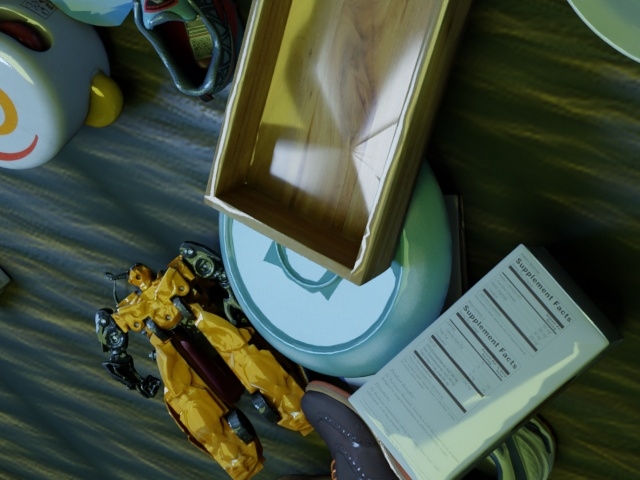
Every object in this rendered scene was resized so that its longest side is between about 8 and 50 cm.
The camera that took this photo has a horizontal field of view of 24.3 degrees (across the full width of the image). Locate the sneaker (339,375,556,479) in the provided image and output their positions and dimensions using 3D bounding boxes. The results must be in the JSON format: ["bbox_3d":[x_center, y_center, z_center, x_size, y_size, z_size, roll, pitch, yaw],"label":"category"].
[{"bbox_3d":[0.123,0.197,1.682,0.296,0.131,0.112,30,129,13],"label":"sneaker"}]

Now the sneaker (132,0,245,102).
[{"bbox_3d":[-0.150,-0.270,1.563,0.104,0.125,0.262,-18,110,16],"label":"sneaker"}]

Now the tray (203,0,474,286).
[{"bbox_3d":[0.026,-0.182,1.471,0.202,0.076,0.411,28,119,22],"label":"tray"}]

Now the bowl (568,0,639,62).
[{"bbox_3d":[0.347,-0.296,1.270,0.297,0.134,0.298,13,122,23],"label":"bowl"}]

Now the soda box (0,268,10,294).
[{"bbox_3d":[-0.518,0.010,1.971,0.216,0.074,0.069,46,129,-1],"label":"soda box"}]

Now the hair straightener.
[{"bbox_3d":[-0.199,0.130,1.873,0.230,0.047,0.089,48,129,-9],"label":"hair straightener"}]

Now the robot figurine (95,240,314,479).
[{"bbox_3d":[-0.134,0.142,1.797,0.211,0.085,0.291,-38,95,8],"label":"robot figurine"}]

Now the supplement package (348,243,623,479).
[{"bbox_3d":[0.174,0.132,1.539,0.244,0.139,0.134,-43,77,13],"label":"supplement package"}]

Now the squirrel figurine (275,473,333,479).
[{"bbox_3d":[-0.003,0.440,1.736,0.281,0.370,0.397,44,129,1],"label":"squirrel figurine"}]

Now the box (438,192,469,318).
[{"bbox_3d":[0.068,0.025,1.664,0.201,0.021,0.165,3,106,29],"label":"box"}]

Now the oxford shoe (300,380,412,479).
[{"bbox_3d":[0.041,0.257,1.660,0.271,0.098,0.097,44,162,43],"label":"oxford shoe"}]

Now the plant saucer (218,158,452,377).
[{"bbox_3d":[0.000,0.000,1.629,0.317,0.043,0.318,9,105,37],"label":"plant saucer"}]

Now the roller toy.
[{"bbox_3d":[-0.346,-0.194,1.711,0.209,0.146,0.191,-7,124,34],"label":"roller toy"}]

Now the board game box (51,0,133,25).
[{"bbox_3d":[-0.241,-0.325,1.644,0.133,0.033,0.169,37,112,-5],"label":"board game box"}]
